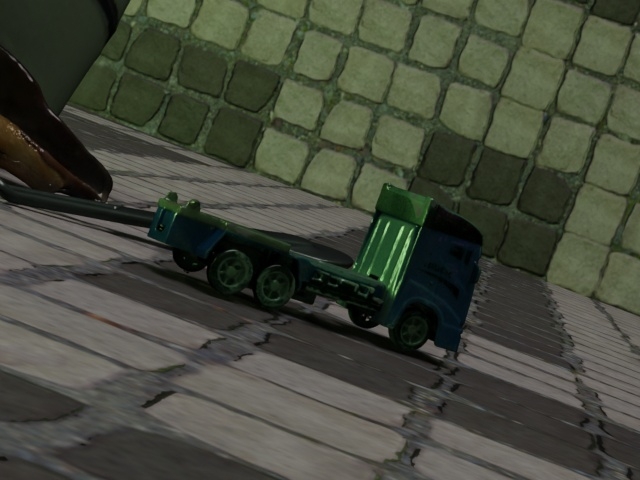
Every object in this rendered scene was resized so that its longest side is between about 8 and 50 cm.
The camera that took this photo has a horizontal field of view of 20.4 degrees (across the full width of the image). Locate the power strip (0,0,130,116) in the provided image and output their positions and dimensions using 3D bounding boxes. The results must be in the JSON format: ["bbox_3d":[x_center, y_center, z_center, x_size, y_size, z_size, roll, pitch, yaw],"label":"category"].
[{"bbox_3d":[-0.296,-0.225,1.212,0.357,0.161,0.357,27,-15,8],"label":"power strip"}]

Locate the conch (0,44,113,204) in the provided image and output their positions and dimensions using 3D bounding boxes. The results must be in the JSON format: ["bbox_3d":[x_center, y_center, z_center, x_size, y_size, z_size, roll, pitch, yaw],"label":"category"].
[{"bbox_3d":[-0.233,-0.089,1.070,0.232,0.086,0.080,33,-43,-29],"label":"conch"}]

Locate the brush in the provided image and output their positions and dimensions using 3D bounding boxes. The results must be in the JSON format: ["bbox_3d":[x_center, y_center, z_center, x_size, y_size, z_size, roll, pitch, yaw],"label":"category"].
[{"bbox_3d":[-0.086,-0.004,1.039,0.266,0.027,0.062,12,7,-42],"label":"brush"}]

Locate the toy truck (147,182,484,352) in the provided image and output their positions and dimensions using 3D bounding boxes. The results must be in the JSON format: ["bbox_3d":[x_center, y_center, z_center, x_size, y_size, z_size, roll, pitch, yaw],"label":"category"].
[{"bbox_3d":[0.000,0.000,0.924,0.175,0.081,0.067,19,1,-26],"label":"toy truck"}]
